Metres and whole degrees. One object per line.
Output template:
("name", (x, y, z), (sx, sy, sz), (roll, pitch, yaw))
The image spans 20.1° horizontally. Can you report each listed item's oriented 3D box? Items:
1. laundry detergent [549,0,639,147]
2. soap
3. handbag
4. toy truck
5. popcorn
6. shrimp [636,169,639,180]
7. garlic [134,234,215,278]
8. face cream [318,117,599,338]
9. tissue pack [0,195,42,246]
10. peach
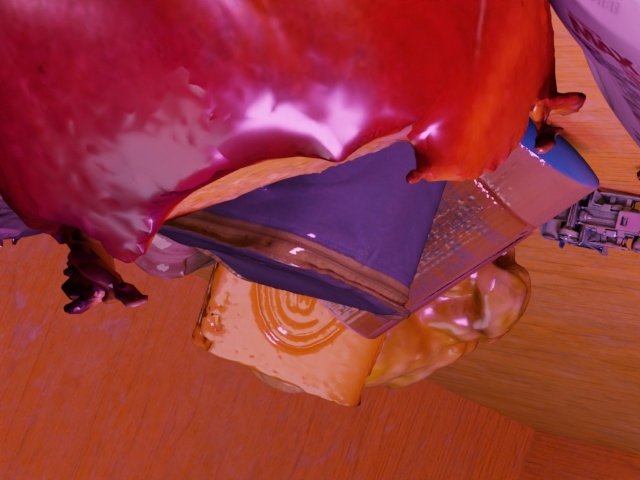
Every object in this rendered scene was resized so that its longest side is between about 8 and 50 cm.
("laundry detergent", (0.218, -0.133, 1.069), (0.264, 0.125, 0.398), (45, -177, 35))
("soap", (0.000, 0.001, 1.840), (0.204, 0.324, 0.096), (20, -150, 2))
("handbag", (-0.013, -0.084, 1.560), (0.263, 0.241, 0.222), (11, 168, 45))
("toy truck", (0.318, -0.014, 1.834), (0.175, 0.067, 0.081), (10, 173, 34))
("popcorn", (0.063, 0.068, 2.089), (0.292, 0.334, 0.294), (61, 177, 48))
("shrimp", (0.338, -0.045, 1.716), (0.083, 0.023, 0.114), (22, 166, 8))
("garlic", (-0.146, -0.102, 2.001), (0.253, 0.245, 0.245), (52, -178, 20))
("face cream", (0.112, -0.024, 1.709), (0.139, 0.285, 0.067), (45, -153, -20))
("tissue pack", (-0.276, -0.087, 1.769), (0.361, 0.122, 0.259), (-15, 170, 36))
("peach", (-0.032, -0.131, 1.037), (0.339, 0.353, 0.416), (-11, 150, 11))
